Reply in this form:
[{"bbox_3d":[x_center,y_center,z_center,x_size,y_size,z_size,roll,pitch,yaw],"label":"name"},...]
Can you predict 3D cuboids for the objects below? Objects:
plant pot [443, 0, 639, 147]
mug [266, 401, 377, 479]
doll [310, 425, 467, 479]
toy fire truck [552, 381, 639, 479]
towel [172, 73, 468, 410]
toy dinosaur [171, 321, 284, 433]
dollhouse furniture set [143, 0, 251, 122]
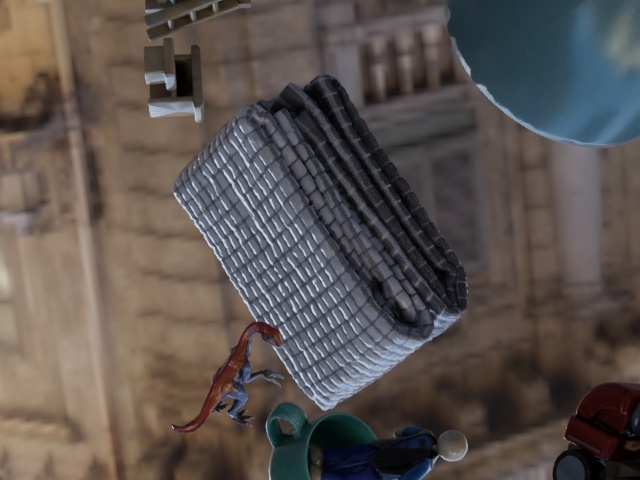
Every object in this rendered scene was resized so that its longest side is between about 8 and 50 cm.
[{"bbox_3d":[0.298,-0.269,1.914,0.290,0.290,0.195,-15,162,-27],"label":"plant pot"},{"bbox_3d":[-0.003,0.269,2.246,0.129,0.158,0.097,-10,171,-42],"label":"mug"},{"bbox_3d":[0.083,0.263,2.196,0.189,0.046,0.129,-12,-150,7],"label":"doll"},{"bbox_3d":[0.378,0.198,2.043,0.158,0.246,0.217,6,-166,-42],"label":"toy fire truck"},{"bbox_3d":[0.000,0.000,1.770,0.121,0.284,0.235,-32,175,-29],"label":"towel"},{"bbox_3d":[-0.057,0.096,1.320,0.047,0.082,0.090,33,-135,25],"label":"toy dinosaur"},{"bbox_3d":[-0.094,-0.201,1.480,0.101,0.161,0.182,-3,163,-3],"label":"dollhouse furniture set"}]
